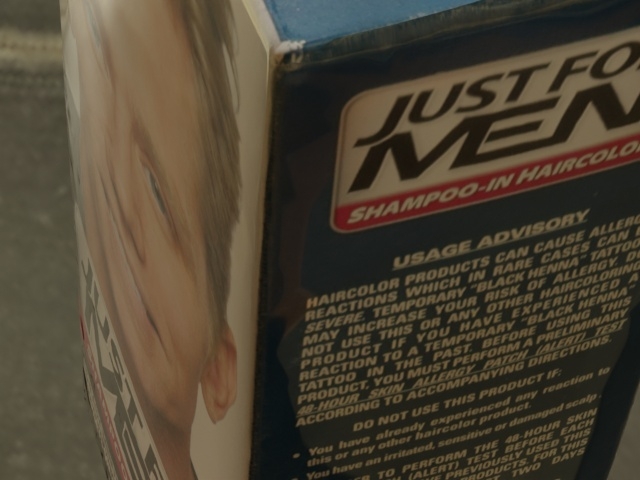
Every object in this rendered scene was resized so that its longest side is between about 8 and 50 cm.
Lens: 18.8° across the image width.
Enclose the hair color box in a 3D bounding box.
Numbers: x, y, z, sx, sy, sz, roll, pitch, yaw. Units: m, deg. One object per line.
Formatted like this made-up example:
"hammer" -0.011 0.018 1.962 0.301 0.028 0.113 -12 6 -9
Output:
"hair color box" 0.000 0.000 0.510 0.105 0.347 0.174 -14 54 -15
